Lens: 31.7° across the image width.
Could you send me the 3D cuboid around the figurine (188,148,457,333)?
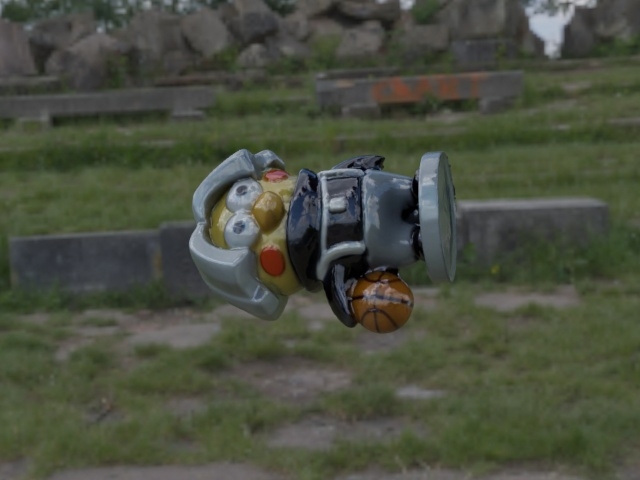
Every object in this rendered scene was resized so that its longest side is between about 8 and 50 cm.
[{"bbox_3d":[0.000,0.000,1.021,0.236,0.176,0.133,-3,-25,14],"label":"figurine"}]
